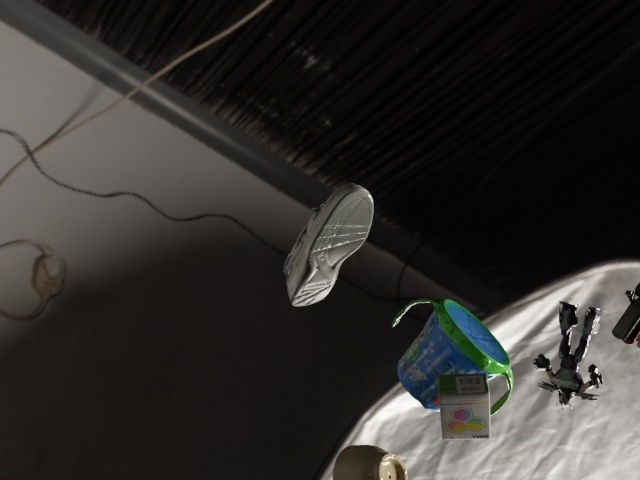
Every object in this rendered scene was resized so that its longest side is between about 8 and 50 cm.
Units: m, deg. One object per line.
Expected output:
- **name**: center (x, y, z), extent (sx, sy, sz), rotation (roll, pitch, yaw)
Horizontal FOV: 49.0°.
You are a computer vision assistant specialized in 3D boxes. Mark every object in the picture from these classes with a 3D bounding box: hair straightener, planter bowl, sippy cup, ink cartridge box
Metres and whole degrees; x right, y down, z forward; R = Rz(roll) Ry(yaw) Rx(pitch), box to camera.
- **hair straightener**: center (0.740, 0.129, 1.604), extent (0.089, 0.230, 0.047), rotation (23, 13, -38)
- **planter bowl**: center (0.121, 0.522, 1.539), extent (0.162, 0.109, 0.162), rotation (26, 51, -37)
- **sippy cup**: center (0.321, 0.306, 1.786), extent (0.240, 0.224, 0.305), rotation (28, 22, -41)
- **ink cartridge box**: center (0.323, 0.393, 1.579), extent (0.062, 0.109, 0.209), rotation (-82, 165, -54)

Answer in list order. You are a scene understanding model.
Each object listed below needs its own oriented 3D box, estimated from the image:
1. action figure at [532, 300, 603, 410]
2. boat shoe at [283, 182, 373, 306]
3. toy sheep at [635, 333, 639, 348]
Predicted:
- **action figure**: center (0.665, 0.310, 1.868), extent (0.099, 0.185, 0.285), rotation (17, 83, -60)
- **boat shoe**: center (0.002, 0.001, 1.358), extent (0.118, 0.320, 0.103), rotation (-8, 53, -28)
- **toy sheep**: center (0.834, 0.262, 1.737), extent (0.132, 0.091, 0.091), rotation (34, 40, 15)
